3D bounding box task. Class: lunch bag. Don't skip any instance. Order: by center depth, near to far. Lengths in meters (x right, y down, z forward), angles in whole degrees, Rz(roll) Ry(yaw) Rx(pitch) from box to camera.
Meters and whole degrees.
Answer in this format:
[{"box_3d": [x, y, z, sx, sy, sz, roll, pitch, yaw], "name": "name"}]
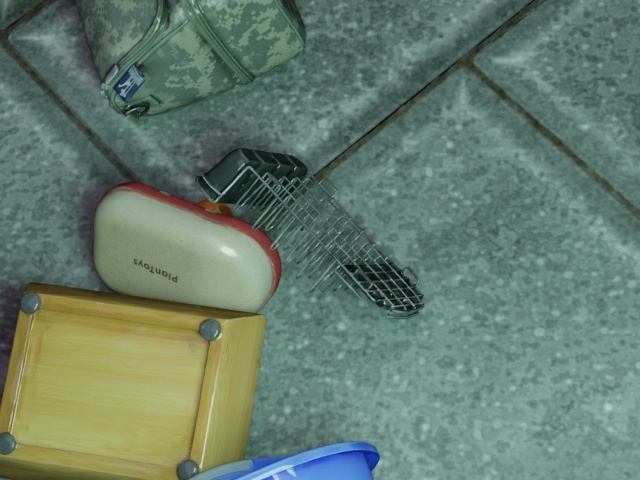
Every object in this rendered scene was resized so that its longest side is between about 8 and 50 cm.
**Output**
[{"box_3d": [-0.190, -0.323, 1.874, 0.256, 0.212, 0.305, -28, 62, 11], "name": "lunch bag"}]

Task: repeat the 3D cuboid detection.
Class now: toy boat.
[{"box_3d": [-0.149, 0.002, 1.752, 0.231, 0.151, 0.151, 21, 39, 16], "name": "toy boat"}]

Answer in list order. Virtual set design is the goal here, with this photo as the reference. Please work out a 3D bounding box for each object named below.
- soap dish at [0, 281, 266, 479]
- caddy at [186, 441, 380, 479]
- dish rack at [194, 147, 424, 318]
[{"box_3d": [-0.222, 0.171, 1.646, 0.291, 0.118, 0.228, 7, 79, 11], "name": "soap dish"}, {"box_3d": [-0.081, 0.315, 1.507, 0.341, 0.241, 0.179, -20, 67, -14], "name": "caddy"}, {"box_3d": [0.000, 0.000, 1.692, 0.271, 0.208, 0.074, 47, 106, 15], "name": "dish rack"}]
